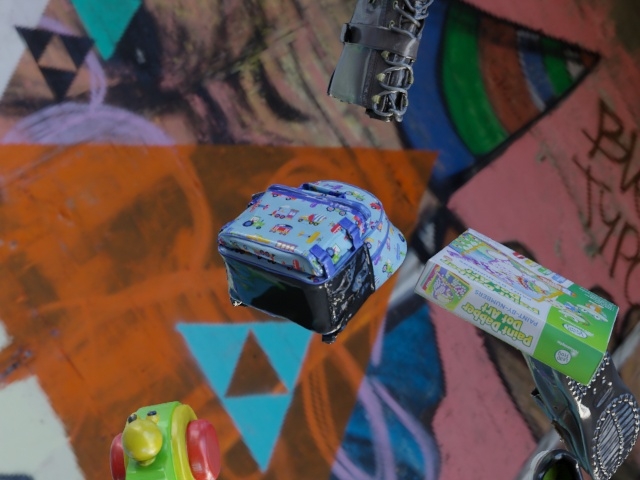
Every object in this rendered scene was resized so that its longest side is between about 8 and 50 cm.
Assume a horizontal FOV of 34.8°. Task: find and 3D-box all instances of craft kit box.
[{"bbox_3d":[0.274,0.081,1.390,0.249,0.246,0.061,29,-69,13],"label":"craft kit box"}]

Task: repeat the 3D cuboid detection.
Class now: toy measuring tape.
[{"bbox_3d":[-0.156,0.267,1.163,0.121,0.121,0.330,29,-22,27],"label":"toy measuring tape"}]

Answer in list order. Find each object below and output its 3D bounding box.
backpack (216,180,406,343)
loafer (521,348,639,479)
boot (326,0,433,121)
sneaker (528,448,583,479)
[{"bbox_3d":[0.000,0.000,1.048,0.158,0.173,0.117,19,-44,35],"label":"backpack"},{"bbox_3d":[0.424,0.254,1.678,0.130,0.134,0.366,25,-31,48],"label":"loafer"},{"bbox_3d":[0.092,-0.227,0.995,0.263,0.091,0.229,-157,-102,-66],"label":"boot"},{"bbox_3d":[0.239,0.289,1.045,0.063,0.170,0.075,9,-29,4],"label":"sneaker"}]
